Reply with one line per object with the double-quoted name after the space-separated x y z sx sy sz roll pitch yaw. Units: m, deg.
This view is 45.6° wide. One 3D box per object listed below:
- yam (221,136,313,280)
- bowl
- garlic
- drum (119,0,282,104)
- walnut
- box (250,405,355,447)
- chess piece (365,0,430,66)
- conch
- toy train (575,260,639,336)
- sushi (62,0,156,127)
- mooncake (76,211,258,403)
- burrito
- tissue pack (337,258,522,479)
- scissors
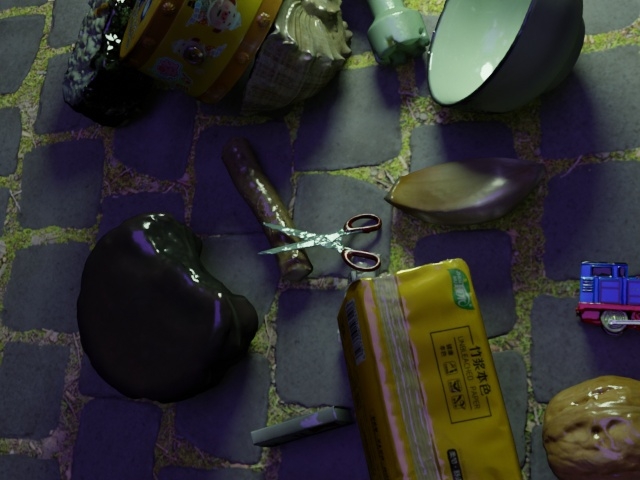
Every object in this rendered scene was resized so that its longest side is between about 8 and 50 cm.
-0.117 -0.065 1.633 0.081 0.081 0.357 -31 68 10 "yam"
0.371 -0.389 1.443 0.185 0.354 0.354 18 80 -21 "bowl"
0.274 -0.091 1.478 0.318 0.112 0.143 1 54 27 "garlic"
-0.239 -0.510 1.588 0.431 0.214 0.431 -43 34 39 "drum"
0.478 0.325 1.261 0.221 0.195 0.195 -17 71 23 "walnut"
-0.032 0.361 1.470 0.177 0.115 0.036 -20 69 15 "box"
0.130 -0.528 1.615 0.194 0.194 0.299 -21 79 14 "chess piece"
-0.048 -0.395 1.615 0.210 0.297 0.352 20 121 4 "conch"
0.558 0.104 1.340 0.204 0.083 0.131 2 75 20 "toy train"
-0.482 -0.450 1.807 0.211 0.171 0.350 10 83 50 "sushi"
-0.326 0.152 1.578 0.350 0.212 0.381 -36 70 13 "mooncake"
0.076 0.116 1.526 0.064 0.064 0.203 8 78 22 "burrito"
0.174 0.260 1.308 0.228 0.293 0.382 -8 71 -8 "tissue pack"
0.000 0.000 1.544 0.247 0.017 0.144 2 52 4 "scissors"
